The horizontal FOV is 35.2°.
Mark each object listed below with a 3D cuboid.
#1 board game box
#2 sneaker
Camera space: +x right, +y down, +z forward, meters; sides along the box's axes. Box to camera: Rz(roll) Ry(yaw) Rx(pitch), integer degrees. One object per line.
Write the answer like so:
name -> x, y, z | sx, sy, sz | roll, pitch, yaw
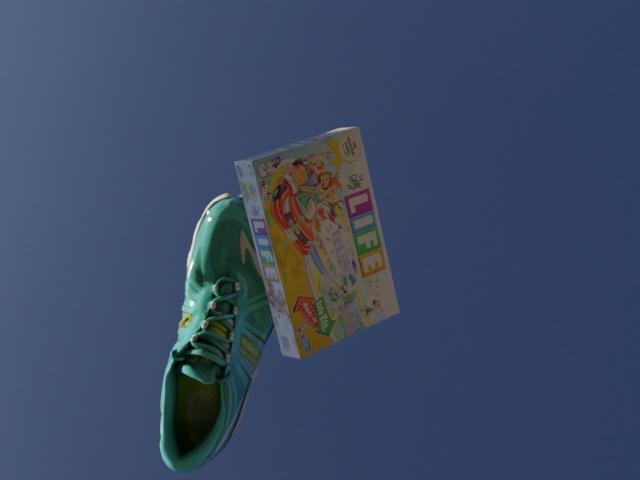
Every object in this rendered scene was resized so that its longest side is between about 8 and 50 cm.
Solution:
board game box -> 0.000, 0.000, 0.774 | 0.103, 0.026, 0.154 | -22, -75, -34
sneaker -> -0.095, 0.093, 0.962 | 0.107, 0.110, 0.275 | 12, -81, 4
